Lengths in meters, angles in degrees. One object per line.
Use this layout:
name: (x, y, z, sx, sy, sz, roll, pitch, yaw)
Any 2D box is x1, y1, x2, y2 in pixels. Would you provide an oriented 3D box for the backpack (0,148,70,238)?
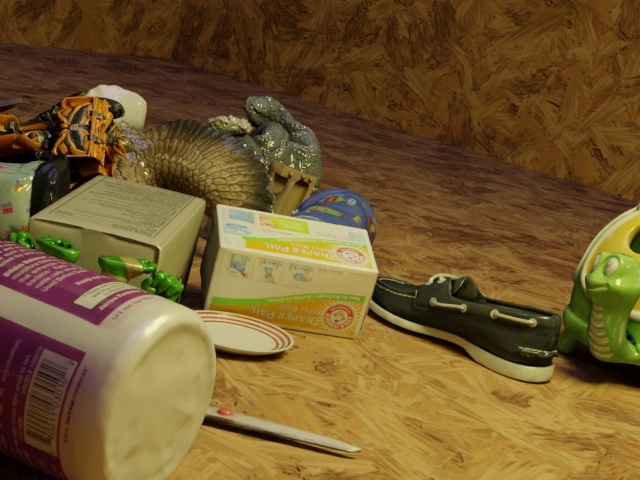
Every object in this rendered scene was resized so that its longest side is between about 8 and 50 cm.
backpack: (-0.405, -0.038, 1.603, 0.182, 0.151, 0.115, 2, 7, 3)

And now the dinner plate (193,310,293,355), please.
dinner plate: (-0.102, 0.111, 1.515, 0.141, 0.017, 0.141, 12, 13, -3)

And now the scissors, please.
scissors: (-0.110, 0.162, 1.265, 0.297, 0.021, 0.109, 9, 11, -9)

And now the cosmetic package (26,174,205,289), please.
cosmetic package: (-0.241, 0.019, 1.529, 0.153, 0.129, 0.296, 14, 12, 3)

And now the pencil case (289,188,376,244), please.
pencil case: (0.000, 0.000, 1.863, 0.133, 0.119, 0.306, 18, 13, 5)

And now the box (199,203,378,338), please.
box: (-0.041, 0.039, 1.634, 0.203, 0.103, 0.114, 9, 28, -13)

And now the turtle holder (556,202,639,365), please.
turtle holder: (0.435, 0.066, 1.743, 0.320, 0.227, 0.243, 6, 14, -26)

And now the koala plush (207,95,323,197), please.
koala plush: (-0.127, -0.139, 2.223, 0.203, 0.196, 0.221, 34, 19, 34)

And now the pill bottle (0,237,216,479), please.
pill bottle: (-0.254, 0.093, 1.096, 0.302, 0.169, 0.169, 19, 14, 25)

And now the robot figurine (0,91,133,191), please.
robot figurine: (-0.395, -0.113, 1.735, 0.291, 0.085, 0.211, -9, 55, 9)

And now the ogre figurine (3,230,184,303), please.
ogre figurine: (-0.245, 0.067, 1.338, 0.197, 0.118, 0.097, 13, 8, -4)

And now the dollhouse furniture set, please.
dollhouse furniture set: (-0.062, -0.039, 1.986, 0.151, 0.144, 0.123, 20, 8, -44)

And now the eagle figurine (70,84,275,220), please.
eagle figurine: (-0.232, -0.076, 1.840, 0.225, 0.226, 0.298, 28, -5, -38)

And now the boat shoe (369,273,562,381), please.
boat shoe: (0.187, 0.091, 1.706, 0.303, 0.091, 0.114, 21, 15, 35)
